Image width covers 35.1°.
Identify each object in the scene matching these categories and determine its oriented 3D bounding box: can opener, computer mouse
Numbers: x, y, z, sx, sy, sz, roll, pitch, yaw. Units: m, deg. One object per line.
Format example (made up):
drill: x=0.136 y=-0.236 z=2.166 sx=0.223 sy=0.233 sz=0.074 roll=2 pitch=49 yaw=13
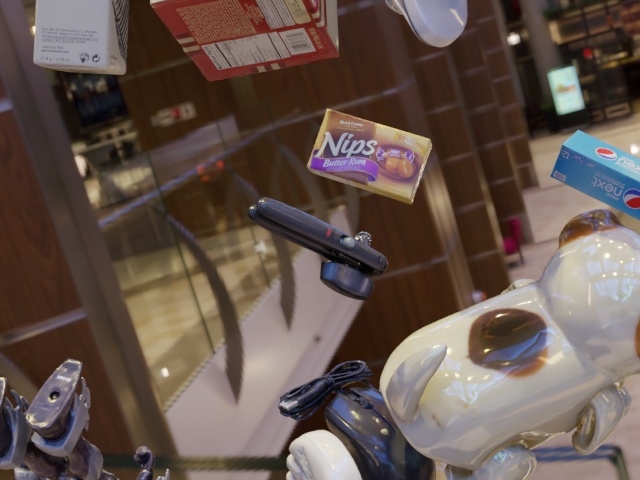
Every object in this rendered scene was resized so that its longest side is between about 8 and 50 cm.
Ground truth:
can opener: x=0.000 y=0.000 z=1.187 sx=0.059 sy=0.186 sz=0.073 roll=-31 pitch=35 yaw=46
computer mouse: x=0.079 y=0.293 z=1.576 sx=0.188 sy=0.072 sz=0.272 roll=-22 pitch=55 yaw=-35

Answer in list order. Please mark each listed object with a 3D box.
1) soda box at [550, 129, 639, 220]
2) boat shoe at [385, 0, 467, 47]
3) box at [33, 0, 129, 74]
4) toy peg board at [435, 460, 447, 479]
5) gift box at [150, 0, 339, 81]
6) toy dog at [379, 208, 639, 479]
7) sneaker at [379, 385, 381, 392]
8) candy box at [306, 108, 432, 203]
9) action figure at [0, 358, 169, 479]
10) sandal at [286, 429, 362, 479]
soda box: x=0.490 y=-0.098 z=1.648 sx=0.210 sy=0.067 sz=0.071 roll=30 pitch=41 yaw=21
boat shoe: x=0.123 y=-0.353 z=1.378 sx=0.096 sy=0.268 sz=0.088 roll=6 pitch=-35 yaw=-31
box: x=-0.288 y=-0.345 z=1.240 sx=0.094 sy=0.275 sz=0.113 roll=4 pitch=7 yaw=1
toy peg board: x=0.248 y=0.464 z=1.831 sx=0.160 sy=0.079 sz=0.161 roll=2 pitch=21 yaw=-32
gift box: x=-0.085 y=-0.414 z=1.505 sx=0.276 sy=0.258 sz=0.255 roll=-7 pitch=-23 yaw=10
toy dog: x=0.294 y=0.138 z=1.376 sx=0.408 sy=0.395 sz=0.284 roll=-36 pitch=44 yaw=9
sneaker: x=0.261 y=0.260 z=1.846 sx=0.384 sy=0.145 sz=0.147 roll=-8 pitch=-19 yaw=-33
candy box: x=0.083 y=-0.142 z=1.704 sx=0.186 sy=0.109 sz=0.053 roll=19 pitch=-5 yaw=12
action figure: x=-0.260 y=0.239 z=1.070 sx=0.185 sy=0.285 sz=0.099 roll=-1 pitch=52 yaw=11
sandal: x=0.029 y=0.375 z=1.169 sx=0.102 sy=0.416 sz=0.169 roll=-17 pitch=47 yaw=-21
